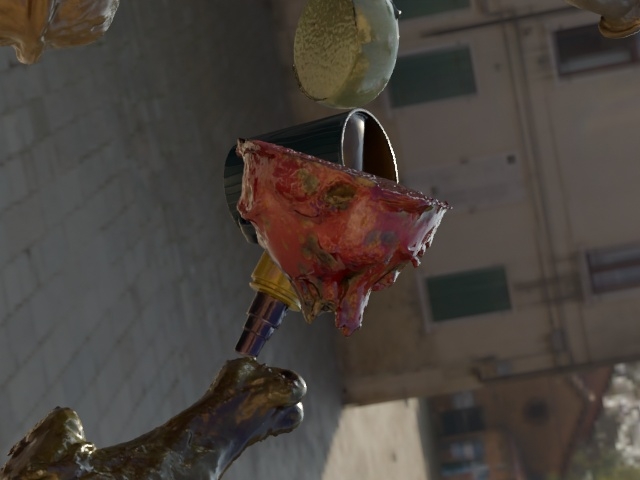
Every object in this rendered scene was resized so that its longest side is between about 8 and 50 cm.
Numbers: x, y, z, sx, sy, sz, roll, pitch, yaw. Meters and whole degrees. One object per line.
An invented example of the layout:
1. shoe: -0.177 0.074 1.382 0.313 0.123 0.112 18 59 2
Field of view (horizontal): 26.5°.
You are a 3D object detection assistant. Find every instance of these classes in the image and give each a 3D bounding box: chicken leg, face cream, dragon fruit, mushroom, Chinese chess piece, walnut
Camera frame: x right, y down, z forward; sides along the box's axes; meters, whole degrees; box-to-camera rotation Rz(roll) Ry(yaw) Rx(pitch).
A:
1. chicken leg: -0.186 0.226 1.322 0.361 0.211 0.140 -50 173 -42
2. face cream: -0.031 0.023 1.686 0.273 0.078 0.078 -63 164 -12
3. dragon fruit: 0.000 0.000 0.913 0.153 0.153 0.111 9 100 -83
4. mushroom: 0.330 -0.326 1.661 0.212 0.088 0.097 22 65 -35
5. Chinese chess piece: 0.036 -0.283 1.960 0.188 0.083 0.188 -7 -99 57
6. walnut: -0.336 -0.321 1.559 0.257 0.224 0.257 -178 -90 -70

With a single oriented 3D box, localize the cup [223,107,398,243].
1. cup: -0.019 -0.058 1.314 0.150 0.138 0.113 -5 84 -61
